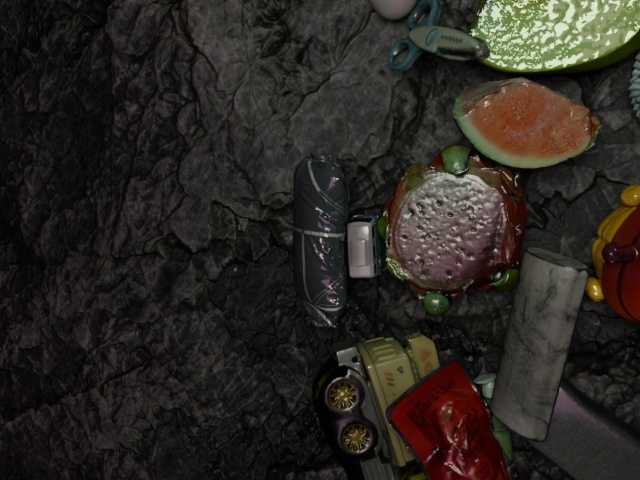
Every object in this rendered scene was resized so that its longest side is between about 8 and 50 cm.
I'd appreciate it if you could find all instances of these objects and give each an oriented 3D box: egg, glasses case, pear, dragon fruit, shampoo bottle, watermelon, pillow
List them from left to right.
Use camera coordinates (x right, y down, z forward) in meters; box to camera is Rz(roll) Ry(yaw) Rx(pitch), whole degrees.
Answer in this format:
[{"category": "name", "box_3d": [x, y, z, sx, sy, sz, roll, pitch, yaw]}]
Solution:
[{"category": "pillow", "box_3d": [0.000, 0.000, 0.972, 0.092, 0.161, 0.336, -3, 103, -23]}, {"category": "egg", "box_3d": [0.128, -0.463, 0.896, 0.103, 0.103, 0.135, -10, 97, 21]}, {"category": "dragon fruit", "box_3d": [0.232, -0.017, 0.892, 0.268, 0.130, 0.296, 18, 102, 13]}, {"category": "shampoo bottle", "box_3d": [0.322, 0.350, 0.941, 0.065, 0.065, 0.205, -5, 94, 20]}, {"category": "watermelon", "box_3d": [0.320, -0.193, 0.839, 0.230, 0.146, 0.129, 21, 107, -11]}, {"category": "glasses case", "box_3d": [0.352, 0.170, 0.821, 0.114, 0.060, 0.300, -145, 58, -60]}, {"category": "pear", "box_3d": [0.387, -0.381, 0.779, 0.292, 0.159, 0.293, 8, 112, 21]}, {"category": "glasses case", "box_3d": [0.501, 0.377, 0.873, 0.323, 0.074, 0.131, 37, 108, 13]}]

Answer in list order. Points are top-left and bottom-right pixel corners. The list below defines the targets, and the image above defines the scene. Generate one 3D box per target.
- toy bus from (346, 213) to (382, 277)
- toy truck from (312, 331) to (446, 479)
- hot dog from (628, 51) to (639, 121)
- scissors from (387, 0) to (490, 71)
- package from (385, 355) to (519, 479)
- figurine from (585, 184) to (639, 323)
[{"category": "toy bus", "box_3d": [0.084, 0.012, 0.982, 0.060, 0.075, 0.123, -1, 96, 20]}, {"category": "toy truck", "box_3d": [0.142, 0.377, 0.947, 0.253, 0.180, 0.406, -17, 88, -2]}, {"category": "hot dog", "box_3d": [0.615, -0.250, 0.752, 0.270, 0.082, 0.163, -4, 108, 12]}, {"category": "scissors", "box_3d": [0.191, -0.327, 0.823, 0.041, 0.289, 0.138, 24, 108, -27]}, {"category": "package", "box_3d": [0.243, 0.356, 0.855, 0.071, 0.194, 0.270, -28, 88, 50]}, {"category": "figurine", "box_3d": [0.559, 0.037, 0.748, 0.322, 0.196, 0.320, 15, 107, 8]}]
